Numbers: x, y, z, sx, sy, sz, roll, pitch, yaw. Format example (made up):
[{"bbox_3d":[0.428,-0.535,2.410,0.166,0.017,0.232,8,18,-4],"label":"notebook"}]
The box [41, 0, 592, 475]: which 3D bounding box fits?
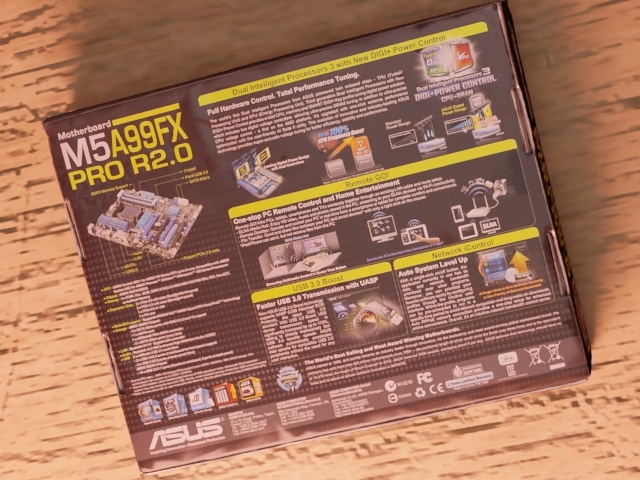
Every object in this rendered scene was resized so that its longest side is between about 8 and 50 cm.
[{"bbox_3d":[0.000,0.000,0.902,0.270,0.060,0.216,-14,96,12],"label":"box"}]
